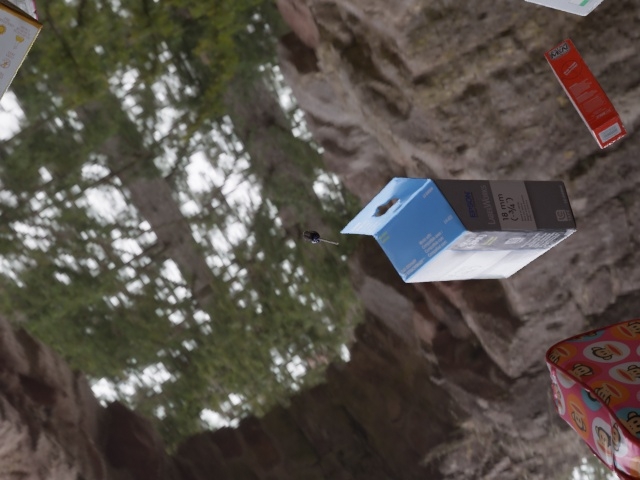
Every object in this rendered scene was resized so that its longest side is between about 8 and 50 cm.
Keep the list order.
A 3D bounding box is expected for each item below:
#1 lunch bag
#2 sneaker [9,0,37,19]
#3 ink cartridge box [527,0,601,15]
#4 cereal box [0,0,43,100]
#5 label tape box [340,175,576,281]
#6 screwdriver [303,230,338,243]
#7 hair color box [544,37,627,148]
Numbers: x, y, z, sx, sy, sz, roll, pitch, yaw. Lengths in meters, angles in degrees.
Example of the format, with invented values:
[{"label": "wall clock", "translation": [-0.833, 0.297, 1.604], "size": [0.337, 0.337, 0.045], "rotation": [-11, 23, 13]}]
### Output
[{"label": "lunch bag", "translation": [0.475, 0.206, 1.403], "size": [0.258, 0.120, 0.293], "rotation": [-17, -158, -8]}, {"label": "sneaker", "translation": [-0.555, -0.449, 1.685], "size": [0.111, 0.252, 0.103], "rotation": [-31, -156, -4]}, {"label": "ink cartridge box", "translation": [0.167, -0.321, 1.009], "size": [0.224, 0.056, 0.181], "rotation": [4, -124, -29]}, {"label": "cereal box", "translation": [-0.319, -0.091, 0.755], "size": [0.173, 0.047, 0.240], "rotation": [35, -83, 35]}, {"label": "label tape box", "translation": [0.237, -0.014, 1.803], "size": [0.333, 0.240, 0.106], "rotation": [-1, -113, -24]}, {"label": "screwdriver", "translation": [0.000, 0.000, 1.923], "size": [0.025, 0.024, 0.170], "rotation": [-42, -162, -7]}, {"label": "hair color box", "translation": [0.366, -0.203, 1.417], "size": [0.043, 0.072, 0.141], "rotation": [-32, -117, 14]}]
